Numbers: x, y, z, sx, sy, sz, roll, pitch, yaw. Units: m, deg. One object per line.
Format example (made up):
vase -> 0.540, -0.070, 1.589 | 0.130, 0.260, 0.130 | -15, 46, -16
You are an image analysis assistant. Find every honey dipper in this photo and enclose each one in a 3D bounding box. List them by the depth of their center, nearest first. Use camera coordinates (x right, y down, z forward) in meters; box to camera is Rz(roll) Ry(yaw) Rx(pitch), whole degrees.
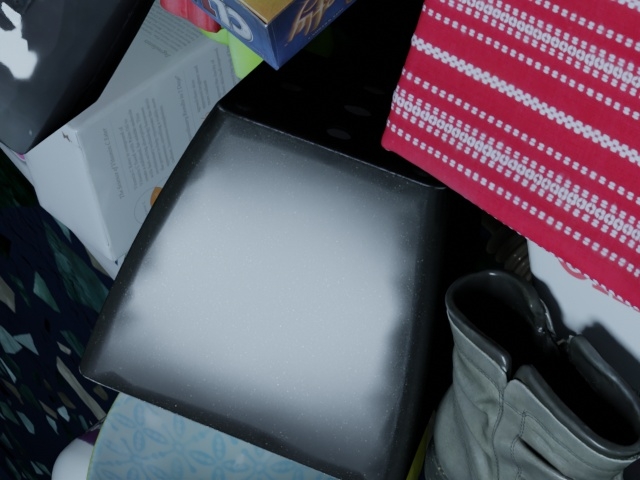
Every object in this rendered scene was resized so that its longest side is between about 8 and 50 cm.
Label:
honey dipper -> 0.088, -0.035, 0.938 | 0.160, 0.030, 0.030 | 47, 154, 17

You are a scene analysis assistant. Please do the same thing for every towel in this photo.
towel -> 0.127, -0.120, 0.607 | 0.199, 0.031, 0.274 | 37, 122, 37

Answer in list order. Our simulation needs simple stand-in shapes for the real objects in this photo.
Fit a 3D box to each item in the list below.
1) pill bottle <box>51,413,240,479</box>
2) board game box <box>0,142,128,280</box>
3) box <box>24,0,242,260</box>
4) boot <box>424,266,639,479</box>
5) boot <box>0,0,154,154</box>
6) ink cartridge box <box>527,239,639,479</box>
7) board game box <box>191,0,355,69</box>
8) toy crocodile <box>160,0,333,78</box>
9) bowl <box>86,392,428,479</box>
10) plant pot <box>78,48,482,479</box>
pill bottle -> -0.129, 0.213, 1.297 | 0.169, 0.301, 0.169 | 39, 151, 26
board game box -> -0.191, -0.073, 1.306 | 0.316, 0.064, 0.242 | 49, 154, 7
box -> -0.124, -0.094, 1.043 | 0.091, 0.170, 0.130 | 34, 149, 33
boot -> 0.134, 0.137, 0.709 | 0.246, 0.083, 0.161 | 47, 154, 29
boot -> -0.149, -0.309, 0.626 | 0.367, 0.146, 0.445 | 46, 127, 13
ink cartridge box -> 0.235, 0.095, 0.739 | 0.226, 0.131, 0.306 | 31, 146, 38
board game box -> -0.051, -0.219, 0.764 | 0.243, 0.165, 0.042 | 42, 165, 22
toy crocodile -> -0.113, -0.216, 0.944 | 0.340, 0.105, 0.115 | 41, 152, 23
bowl -> -0.024, 0.178, 1.139 | 0.289, 0.289, 0.156 | 19, 155, 49
plant pot -> 0.000, 0.000, 0.815 | 0.188, 0.187, 0.167 | 22, 117, 7
